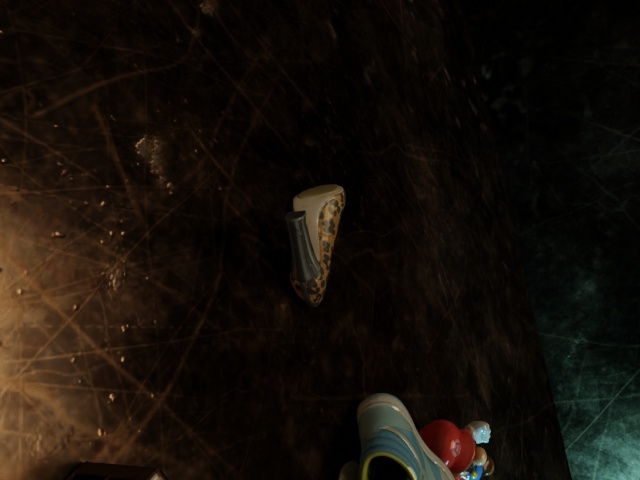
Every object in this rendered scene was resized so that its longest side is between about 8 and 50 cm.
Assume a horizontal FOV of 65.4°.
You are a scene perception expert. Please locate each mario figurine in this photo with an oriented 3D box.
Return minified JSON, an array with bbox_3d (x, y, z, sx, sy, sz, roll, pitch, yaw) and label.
[{"bbox_3d":[0.342,0.510,1.127,0.320,0.170,0.198,51,6,-40],"label":"mario figurine"}]

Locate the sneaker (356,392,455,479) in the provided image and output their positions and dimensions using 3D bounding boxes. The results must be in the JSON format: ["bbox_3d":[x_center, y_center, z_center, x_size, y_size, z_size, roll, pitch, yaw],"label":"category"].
[{"bbox_3d":[0.160,0.460,0.902,0.319,0.127,0.208,55,16,-10],"label":"sneaker"}]

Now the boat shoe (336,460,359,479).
[{"bbox_3d":[0.041,0.435,0.868,0.049,0.042,0.133,40,23,5],"label":"boat shoe"}]

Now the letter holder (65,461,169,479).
[{"bbox_3d":[-0.184,0.406,0.476,0.302,0.152,0.214,61,39,-17],"label":"letter holder"}]

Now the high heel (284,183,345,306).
[{"bbox_3d":[0.000,0.000,0.976,0.261,0.093,0.186,-50,135,-59],"label":"high heel"}]
